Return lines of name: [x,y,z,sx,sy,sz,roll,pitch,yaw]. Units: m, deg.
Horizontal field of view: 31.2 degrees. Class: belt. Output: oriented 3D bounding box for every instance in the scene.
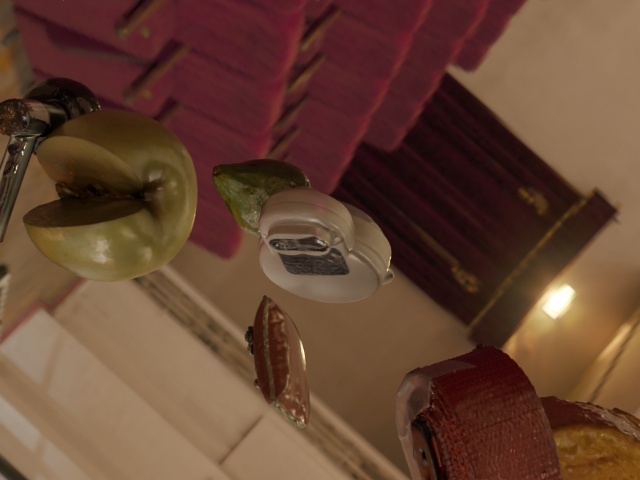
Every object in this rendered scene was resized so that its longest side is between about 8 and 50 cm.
belt: [0.147,0.210,1.119,0.124,0.200,0.128,-14,178,-28]

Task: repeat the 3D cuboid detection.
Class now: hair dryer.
hair dryer: [-0.523,-0.136,1.949,0.284,0.156,0.320,-53,-178,14]

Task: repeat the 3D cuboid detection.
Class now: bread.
bread: [0.377,0.425,1.737,0.204,0.337,0.358,4,97,-86]

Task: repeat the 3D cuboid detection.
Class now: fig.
fig: [-0.094,-0.068,1.689,0.123,0.156,0.123,-55,-157,37]

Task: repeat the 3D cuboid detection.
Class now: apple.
apple: [-0.353,-0.073,1.911,0.254,0.292,0.292,2,-143,42]

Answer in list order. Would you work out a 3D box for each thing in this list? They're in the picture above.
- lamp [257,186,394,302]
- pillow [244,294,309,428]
lamp: [0.000,-0.003,1.531,0.246,0.180,0.107,59,33,-58]
pillow: [-0.066,0.194,1.783,0.075,0.179,0.171,-13,155,9]
